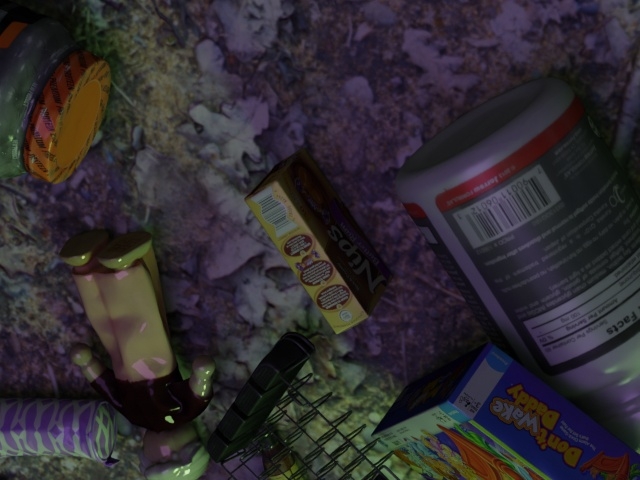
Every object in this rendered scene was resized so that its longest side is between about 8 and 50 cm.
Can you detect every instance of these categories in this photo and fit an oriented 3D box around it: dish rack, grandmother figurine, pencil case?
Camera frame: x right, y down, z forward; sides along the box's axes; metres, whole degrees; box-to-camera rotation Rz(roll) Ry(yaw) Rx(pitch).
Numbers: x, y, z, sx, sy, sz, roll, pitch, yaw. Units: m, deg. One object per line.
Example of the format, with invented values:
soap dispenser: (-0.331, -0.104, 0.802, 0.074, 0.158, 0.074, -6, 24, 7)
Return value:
dish rack: (-0.003, 0.266, 1.786, 0.271, 0.074, 0.208, 44, 131, 14)
grandmother figurine: (-0.209, 0.157, 1.875, 0.208, 0.104, 0.342, 8, 121, 41)
pencil case: (-0.361, 0.244, 1.963, 0.206, 0.086, 0.088, -2, 94, 20)

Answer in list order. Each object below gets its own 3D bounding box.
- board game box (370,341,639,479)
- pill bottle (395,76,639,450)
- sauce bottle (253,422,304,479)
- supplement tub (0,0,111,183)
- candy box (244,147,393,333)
board game box: (0.203, 0.233, 1.654, 0.233, 0.078, 0.347, 37, 163, 0)
pill bottle: (0.254, 0.032, 1.596, 0.210, 0.210, 0.363, -28, 103, 27)
sauce bottle: (-0.047, 0.284, 1.905, 0.042, 0.042, 0.128, -17, 104, 24)
supplement tub: (-0.409, -0.191, 1.725, 0.316, 0.193, 0.193, 23, 118, 7)
candy box: (0.000, 0.000, 1.722, 0.053, 0.109, 0.186, -30, 100, 27)
